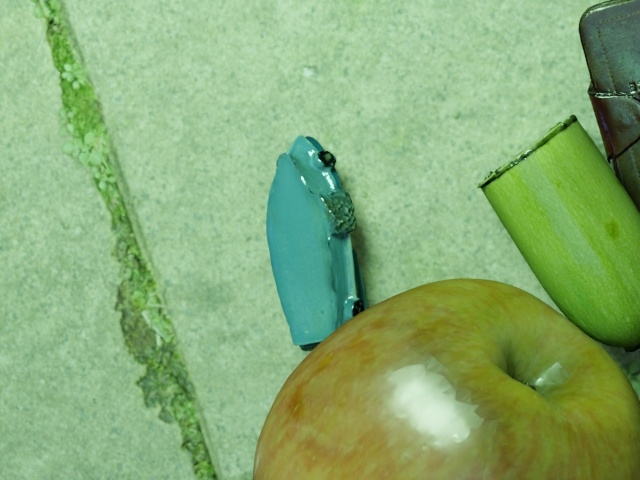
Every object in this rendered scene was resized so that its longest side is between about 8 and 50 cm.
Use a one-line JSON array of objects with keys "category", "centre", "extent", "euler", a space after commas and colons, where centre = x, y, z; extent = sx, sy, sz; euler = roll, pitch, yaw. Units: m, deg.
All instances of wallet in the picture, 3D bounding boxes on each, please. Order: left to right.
[{"category": "wallet", "centre": [0.359, -0.137, 1.771], "extent": [0.137, 0.031, 0.255], "euler": [-14, 95, 15]}]

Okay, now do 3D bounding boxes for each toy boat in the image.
[{"category": "toy boat", "centre": [0.000, 0.000, 1.851], "extent": [0.109, 0.098, 0.238], "euler": [-9, 91, 31]}]

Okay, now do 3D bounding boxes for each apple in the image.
[{"category": "apple", "centre": [0.142, 0.229, 1.695], "extent": [0.391, 0.391, 0.346], "euler": [35, 117, 6]}]

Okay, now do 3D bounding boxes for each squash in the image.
[{"category": "squash", "centre": [0.282, 0.004, 1.764], "extent": [0.132, 0.132, 0.247], "euler": [-34, 91, 16]}]
